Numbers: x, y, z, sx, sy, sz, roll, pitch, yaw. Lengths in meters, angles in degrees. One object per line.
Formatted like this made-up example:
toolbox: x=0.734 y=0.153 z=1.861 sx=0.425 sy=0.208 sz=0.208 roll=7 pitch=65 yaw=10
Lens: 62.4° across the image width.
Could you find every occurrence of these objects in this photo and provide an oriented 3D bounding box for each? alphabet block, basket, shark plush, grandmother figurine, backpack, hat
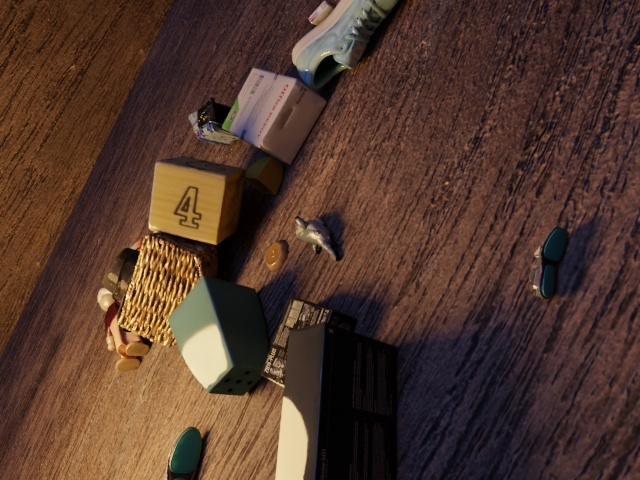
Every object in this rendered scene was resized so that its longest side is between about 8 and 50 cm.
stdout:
alphabet block: x=-0.334 y=-0.116 z=1.456 sx=0.192 sy=0.197 sz=0.194 roll=-61 pitch=-18 yaw=-73
basket: x=-0.402 y=0.123 z=1.511 sx=0.223 sy=0.213 sz=0.299 roll=-57 pitch=-11 yaw=-77
shark plush: x=0.000 y=0.000 z=1.230 sx=0.161 sy=0.073 sz=0.067 roll=35 pitch=118 yaw=32
grandmother figurine: x=-0.674 y=0.270 z=1.775 sx=0.208 sy=0.104 sz=0.342 roll=-50 pitch=47 yaw=5
backpack: x=-0.349 y=-0.378 z=1.745 sx=0.173 sy=0.158 sz=0.117 roll=-12 pitch=76 yaw=43
hat: x=-0.581 y=0.117 z=1.615 sx=0.331 sy=0.133 sz=0.331 roll=21 pitch=-90 yaw=-89

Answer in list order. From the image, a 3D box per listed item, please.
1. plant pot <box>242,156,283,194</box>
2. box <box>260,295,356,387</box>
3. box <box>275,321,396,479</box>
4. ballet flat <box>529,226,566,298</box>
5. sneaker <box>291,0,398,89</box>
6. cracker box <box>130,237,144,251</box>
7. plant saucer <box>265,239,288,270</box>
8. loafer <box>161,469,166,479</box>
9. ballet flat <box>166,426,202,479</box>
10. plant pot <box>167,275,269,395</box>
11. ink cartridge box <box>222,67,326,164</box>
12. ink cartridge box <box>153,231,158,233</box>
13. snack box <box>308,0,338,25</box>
plant pot: x=-0.149 y=-0.186 z=1.470 sx=0.081 sy=0.081 sz=0.083 roll=12 pitch=67 yaw=52
box: x=-0.026 y=0.220 z=1.085 sx=0.147 sy=0.077 sz=0.180 roll=8 pitch=75 yaw=51
box: x=0.033 y=0.291 z=0.890 sx=0.103 sy=0.184 sz=0.261 roll=-21 pitch=54 yaw=41
ballet flat: x=0.339 y=0.033 z=0.801 sx=0.041 sy=0.041 sz=0.114 roll=4 pitch=72 yaw=50
sneaker: x=0.088 y=-0.525 z=1.368 sx=0.366 sy=0.135 sz=0.150 roll=-35 pitch=66 yaw=35
cracker box: x=-0.698 y=0.117 z=1.943 sx=0.232 sy=0.067 sz=0.156 roll=-37 pitch=45 yaw=32
plant saucer: x=-0.116 y=0.036 z=1.349 sx=0.083 sy=0.015 sz=0.083 roll=-27 pitch=50 yaw=38
loafer: x=-0.372 y=0.605 z=1.300 sx=0.045 sy=0.039 sz=0.125 roll=-46 pitch=19 yaw=34
ballet flat: x=-0.337 y=0.564 z=1.266 sx=0.079 sy=0.076 sz=0.222 roll=134 pitch=144 yaw=-57
plant pot: x=-0.225 y=0.237 z=1.251 sx=0.166 sy=0.165 sz=0.234 roll=-48 pitch=48 yaw=20
ink cartridge box: x=-0.141 y=-0.362 z=1.520 sx=0.211 sy=0.121 sz=0.289 roll=-60 pitch=38 yaw=5
ink cartridge box: x=-0.491 y=-0.054 z=1.783 sx=0.148 sy=0.086 sz=0.203 roll=-34 pitch=46 yaw=33
snack box: x=0.036 y=-0.605 z=1.432 sx=0.064 sy=0.178 sz=0.022 roll=-38 pitch=83 yaw=30
